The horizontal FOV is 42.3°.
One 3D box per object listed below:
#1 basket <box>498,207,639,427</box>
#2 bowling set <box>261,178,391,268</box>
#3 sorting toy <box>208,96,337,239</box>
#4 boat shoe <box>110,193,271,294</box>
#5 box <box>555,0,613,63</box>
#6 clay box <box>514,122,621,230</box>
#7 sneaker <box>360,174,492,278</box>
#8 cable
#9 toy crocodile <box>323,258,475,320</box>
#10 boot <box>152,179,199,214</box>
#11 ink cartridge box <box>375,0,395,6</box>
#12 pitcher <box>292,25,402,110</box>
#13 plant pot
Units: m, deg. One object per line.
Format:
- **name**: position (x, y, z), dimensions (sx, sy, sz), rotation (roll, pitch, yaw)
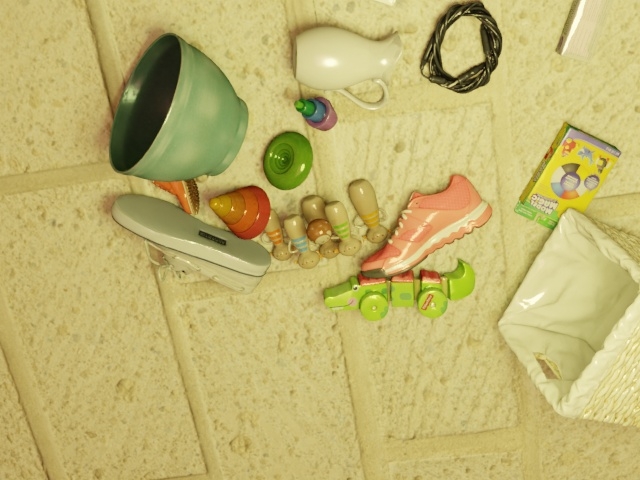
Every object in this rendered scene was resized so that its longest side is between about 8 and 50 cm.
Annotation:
- **basket**: position (0.595, 0.169, 1.703), dimensions (0.266, 0.328, 0.331), rotation (19, 112, -22)
- **bowling set**: position (0.000, 0.000, 1.771), dimensions (0.287, 0.200, 0.154), rotation (-16, 113, 13)
- **sorting toy**: position (-0.115, -0.158, 1.723), dimensions (0.365, 0.126, 0.127), rotation (-50, 57, 20)
- **boat shoe**: position (-0.304, 0.029, 1.844), dimensions (0.367, 0.136, 0.156), rotation (22, 120, -13)
- **box**: position (0.544, -0.510, 1.599), dimensions (0.067, 0.063, 0.324), rotation (14, 112, -1)
- **clay box**: position (0.522, -0.123, 1.760), dimensions (0.127, 0.053, 0.222), rotation (24, 111, -7)
- **sneaker**: position (0.208, -0.032, 1.791), dimensions (0.314, 0.116, 0.136), rotation (-31, 95, 1)
- **cable**: position (0.294, -0.390, 1.672), dimensions (0.150, 0.047, 0.184), rotation (22, 111, -5)
- **toy crocodile**: position (0.174, 0.109, 1.843), dimensions (0.340, 0.115, 0.105), rotation (-4, 107, 3)
- **boot**: position (-0.322, -0.122, 1.815), dimensions (0.085, 0.059, 0.158), rotation (-19, 101, 14)
- **ink cartridge box**: position (0.042, -0.509, 1.569), dimensions (0.225, 0.181, 0.056), rotation (20, 111, -3)
- **pitcher**: position (0.049, -0.344, 1.676), dimensions (0.207, 0.125, 0.178), rotation (0, 127, -8)
- **plant pot**: position (-0.270, -0.240, 1.664), dimensions (0.196, 0.293, 0.293), rotation (21, 114, -33)
